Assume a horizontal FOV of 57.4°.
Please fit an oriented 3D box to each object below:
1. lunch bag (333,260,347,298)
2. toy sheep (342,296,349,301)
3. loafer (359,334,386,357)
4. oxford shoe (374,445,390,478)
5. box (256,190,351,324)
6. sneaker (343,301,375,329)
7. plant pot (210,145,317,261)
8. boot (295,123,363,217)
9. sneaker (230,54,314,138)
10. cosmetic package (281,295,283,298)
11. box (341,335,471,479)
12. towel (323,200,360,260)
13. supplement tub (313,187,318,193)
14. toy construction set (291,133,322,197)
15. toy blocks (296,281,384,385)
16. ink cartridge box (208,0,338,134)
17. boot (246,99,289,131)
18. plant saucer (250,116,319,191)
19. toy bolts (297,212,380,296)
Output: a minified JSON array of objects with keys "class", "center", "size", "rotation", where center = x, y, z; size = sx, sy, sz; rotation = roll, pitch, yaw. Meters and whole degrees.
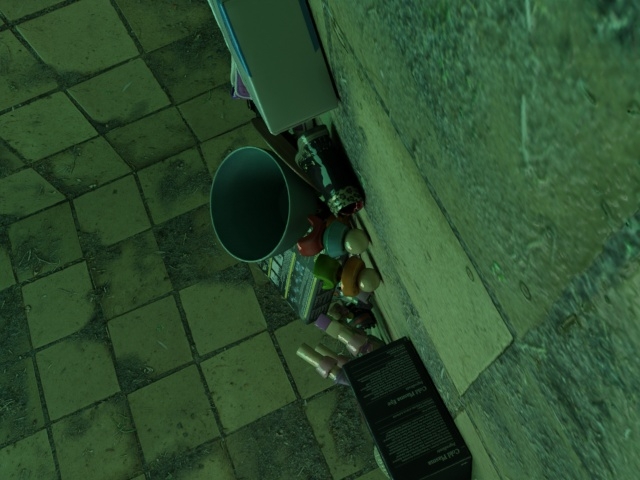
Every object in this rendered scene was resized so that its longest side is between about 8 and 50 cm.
[{"class":"lunch bag","center":[0.003,0.047,2.009],"size":[0.223,0.160,0.262],"rotation":[-73,-29,-67]},{"class":"toy sheep","center":[0.106,0.183,2.128],"size":[0.132,0.091,0.091],"rotation":[-156,42,-80]},{"class":"loafer","center":[0.212,0.454,2.059],"size":[0.319,0.112,0.111],"rotation":[-119,14,-56]},{"class":"oxford shoe","center":[0.301,0.697,1.650],"size":[0.130,0.169,0.449],"rotation":[22,-170,-25]},{"class":"box","center":[-0.070,0.021,1.778],"size":[0.318,0.097,0.395],"rotation":[49,144,29]},{"class":"sneaker","center":[0.137,0.281,2.173],"size":[0.135,0.098,0.276],"rotation":[64,178,5]},{"class":"plant pot","center":[-0.122,-0.096,1.537],"size":[0.195,0.290,0.290],"rotation":[-6,-114,-50]},{"class":"boot","center":[0.019,-0.125,1.235],"size":[0.178,0.085,0.236],"rotation":[64,176,10]},{"class":"sneaker","center":[-0.121,-0.338,1.371],"size":[0.102,0.161,0.282],"rotation":[-120,5,-53]},{"class":"cosmetic package","center":[-0.060,0.089,2.340],"size":[0.129,0.153,0.296],"rotation":[19,-115,-46]},{"class":"box","center":[0.213,0.463,1.430],"size":[0.343,0.179,0.312],"rotation":[70,174,-53]},{"class":"towel","center":[0.062,-0.021,1.801],"size":[0.285,0.034,0.209],"rotation":[-129,16,-80]},{"class":"supplement tub","center":[-0.032,-0.198,1.726],"size":[0.071,0.071,0.107],"rotation":[-119,6,-64]},{"class":"toy construction set","center":[-0.092,-0.222,1.943],"size":[0.328,0.151,0.215],"rotation":[43,154,52]},{"class":"toy blocks","center":[0.132,0.307,1.838],"size":[0.260,0.309,0.288],"rotation":[32,179,17]},{"class":"ink cartridge box","center":[-0.094,-0.351,1.038],"size":[0.307,0.129,0.223],"rotation":[-118,5,-59]},{"class":"boot","center":[-0.169,-0.429,1.775],"size":[0.348,0.131,0.260],"rotation":[134,113,-86]},{"class":"plant saucer","center":[-0.062,-0.220,1.479],"size":[0.278,0.041,0.278],"rotation":[44,-170,-10]},{"class":"toy bolts","center":[0.069,0.009,1.421],"size":[0.228,0.158,0.218],"rotation":[53,-130,-56]}]
